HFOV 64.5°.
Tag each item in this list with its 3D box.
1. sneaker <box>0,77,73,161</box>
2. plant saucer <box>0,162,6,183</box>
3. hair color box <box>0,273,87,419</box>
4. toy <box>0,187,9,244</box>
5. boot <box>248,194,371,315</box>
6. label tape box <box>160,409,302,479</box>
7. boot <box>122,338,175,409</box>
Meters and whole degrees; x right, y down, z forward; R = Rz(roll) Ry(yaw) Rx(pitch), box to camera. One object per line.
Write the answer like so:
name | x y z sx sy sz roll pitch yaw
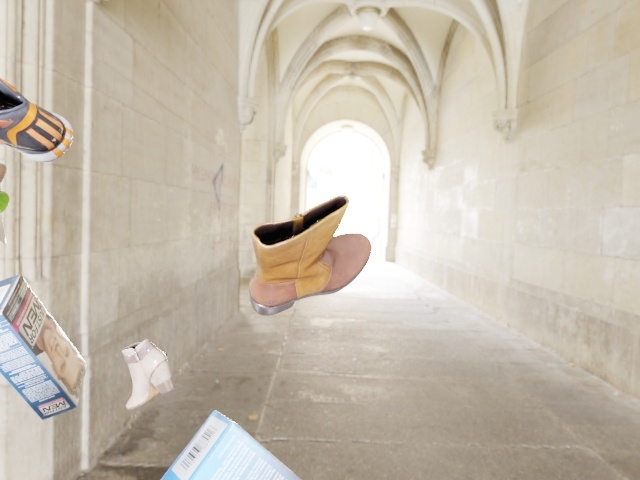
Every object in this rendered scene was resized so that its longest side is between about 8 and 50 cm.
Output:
sneaker | -0.600 -0.243 0.872 0.320 0.125 0.180 12 -16 16
plant saucer | -0.654 -0.081 0.896 0.198 0.199 0.036 4 -38 32
hair color box | -0.752 0.280 1.322 0.105 0.347 0.174 -19 32 -3
toy | -0.429 -0.100 0.540 0.056 0.137 0.237 -23 -30 -6
boot | 0.000 0.000 0.833 0.264 0.096 0.280 -18 -25 -19
label tape box | -0.132 0.503 0.884 0.334 0.241 0.105 49 -27 -20
boot | -0.268 0.197 0.756 0.118 0.087 0.042 -30 3 24
